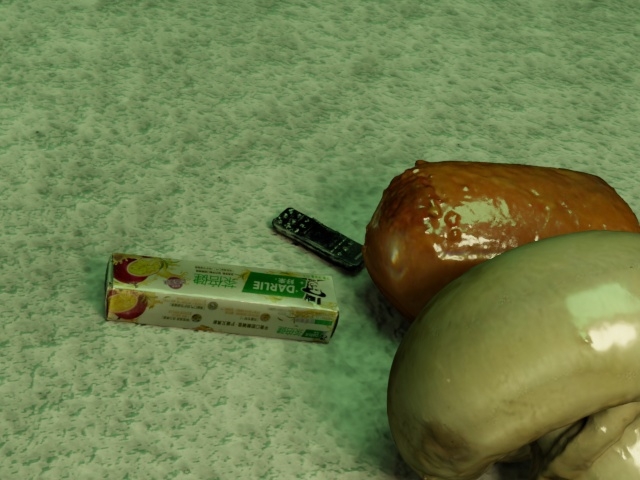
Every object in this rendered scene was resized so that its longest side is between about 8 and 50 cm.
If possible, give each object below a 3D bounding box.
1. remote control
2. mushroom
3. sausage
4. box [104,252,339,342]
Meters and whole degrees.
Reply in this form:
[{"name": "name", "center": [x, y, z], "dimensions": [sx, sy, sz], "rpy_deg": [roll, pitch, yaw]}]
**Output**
[{"name": "remote control", "center": [0.000, 0.000, 1.618], "dimensions": [0.096, 0.014, 0.039], "rpy_deg": [29, 40, 17]}, {"name": "mushroom", "center": [0.206, 0.145, 1.363], "dimensions": [0.292, 0.292, 0.290], "rpy_deg": [-16, 78, -34]}, {"name": "sausage", "center": [0.171, 0.007, 1.560], "dimensions": [0.268, 0.153, 0.141], "rpy_deg": [3, 40, -18]}, {"name": "box", "center": [-0.086, 0.049, 1.504], "dimensions": [0.207, 0.041, 0.050], "rpy_deg": [7, 36, -13]}]
